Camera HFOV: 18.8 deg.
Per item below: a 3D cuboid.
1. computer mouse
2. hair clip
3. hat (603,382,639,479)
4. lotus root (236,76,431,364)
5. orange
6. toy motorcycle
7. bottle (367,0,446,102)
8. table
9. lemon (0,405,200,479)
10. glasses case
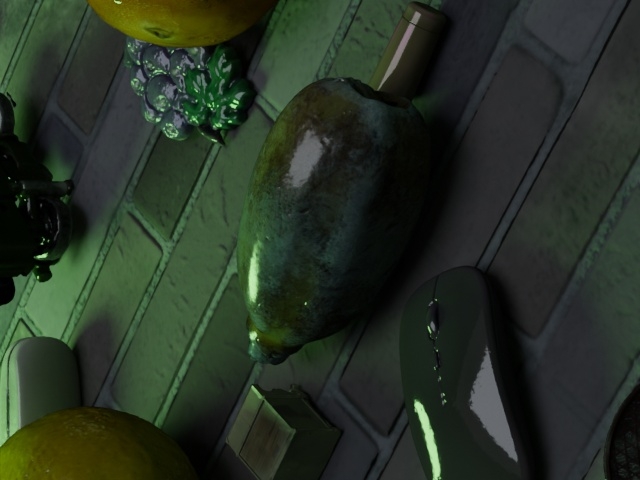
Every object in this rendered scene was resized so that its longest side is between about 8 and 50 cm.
[{"bbox_3d":[0.128,0.138,1.734,0.120,0.057,0.232,-26,67,43],"label":"computer mouse"},{"bbox_3d":[-0.142,-0.169,2.081,0.195,0.052,0.124,24,113,38],"label":"hair clip"},{"bbox_3d":[0.323,0.182,1.507,0.193,0.082,0.193,-12,52,15],"label":"hat"},{"bbox_3d":[0.000,0.000,1.818,0.140,0.158,0.322,-117,42,-55],"label":"lotus root"},{"bbox_3d":[-0.140,-0.308,1.944,0.240,0.240,0.240,-7,81,47],"label":"orange"},{"bbox_3d":[-0.396,-0.050,2.225,0.127,0.205,0.275,-52,57,32],"label":"toy motorcycle"},{"bbox_3d":[0.083,-0.176,1.828,0.045,0.045,0.096,41,113,42],"label":"bottle"},{"bbox_3d":[-0.037,0.193,1.904,0.083,0.062,0.079,44,117,41],"label":"table"},{"bbox_3d":[-0.235,0.284,1.990,0.263,0.236,0.236,22,103,29],"label":"lemon"},{"bbox_3d":[-0.316,0.225,2.186,0.059,0.092,0.233,-11,79,44],"label":"glasses case"}]
